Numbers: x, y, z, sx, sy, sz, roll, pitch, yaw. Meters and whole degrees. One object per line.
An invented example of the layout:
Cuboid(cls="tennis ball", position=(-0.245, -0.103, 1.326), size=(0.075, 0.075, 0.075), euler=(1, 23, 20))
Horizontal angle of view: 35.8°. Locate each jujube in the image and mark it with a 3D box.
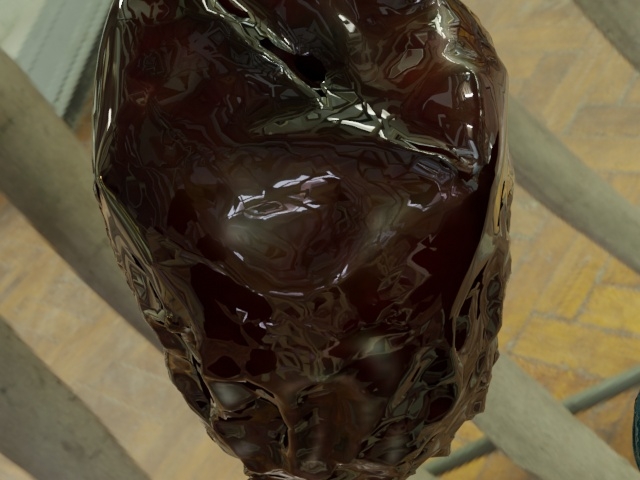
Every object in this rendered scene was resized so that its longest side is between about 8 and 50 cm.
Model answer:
Cuboid(cls="jujube", position=(0.000, 0.000, 0.566), size=(0.258, 0.377, 0.259), euler=(-8, 53, 10))

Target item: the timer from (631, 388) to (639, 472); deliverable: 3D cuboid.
Cuboid(cls="timer", position=(0.253, 0.033, 0.437), size=(0.250, 0.091, 0.232), euler=(-159, 86, -83))
